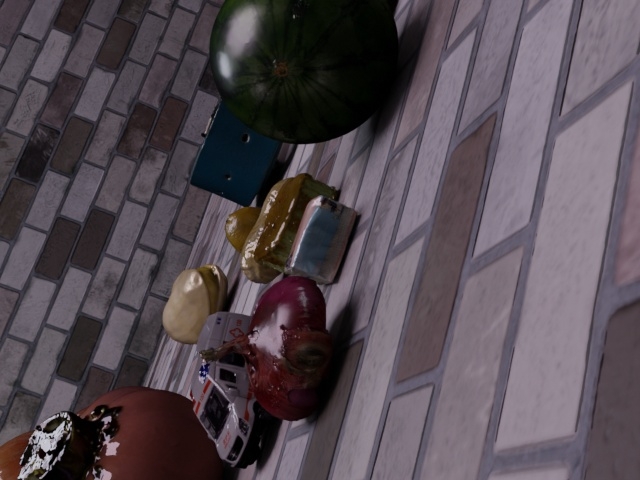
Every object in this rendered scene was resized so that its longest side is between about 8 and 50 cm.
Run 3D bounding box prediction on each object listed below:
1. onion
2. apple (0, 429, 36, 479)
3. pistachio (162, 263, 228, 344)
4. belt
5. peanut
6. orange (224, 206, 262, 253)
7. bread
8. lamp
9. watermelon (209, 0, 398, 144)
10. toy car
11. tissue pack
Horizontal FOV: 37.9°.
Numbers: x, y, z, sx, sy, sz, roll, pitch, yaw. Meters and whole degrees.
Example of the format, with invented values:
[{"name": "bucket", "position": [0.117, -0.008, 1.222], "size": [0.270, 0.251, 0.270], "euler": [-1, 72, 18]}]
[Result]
[{"name": "onion", "position": [-0.059, 0.110, 0.962], "size": [0.150, 0.140, 0.150], "euler": [-176, 90, -77]}, {"name": "apple", "position": [-0.430, 0.486, 1.501], "size": [0.305, 0.338, 0.338], "euler": [-55, 13, 8]}, {"name": "pistachio", "position": [-0.249, 0.134, 1.920], "size": [0.200, 0.117, 0.145], "euler": [-51, 58, 37]}, {"name": "belt", "position": [-0.158, -0.232, 2.003], "size": [0.436, 0.173, 0.300], "euler": [-152, 85, -80]}, {"name": "peanut", "position": [-0.066, -0.016, 1.410], "size": [0.080, 0.080, 0.174], "euler": [151, 141, -73]}, {"name": "orange", "position": [-0.119, -0.015, 1.606], "size": [0.085, 0.095, 0.085], "euler": [-156, 90, -85]}, {"name": "bread", "position": [-0.034, -0.022, 1.277], "size": [0.140, 0.069, 0.128], "euler": [144, 147, -68]}, {"name": "lamp", "position": [-0.280, 0.330, 1.247], "size": [0.305, 0.239, 0.305], "euler": [-32, 35, 26]}, {"name": "watermelon", "position": [-0.020, -0.238, 1.181], "size": [0.242, 0.242, 0.242], "euler": [-159, 90, -79]}, {"name": "toy car", "position": [-0.107, 0.179, 1.144], "size": [0.210, 0.108, 0.089], "euler": [-86, 20, -55]}, {"name": "tissue pack", "position": [0.000, 0.000, 1.097], "size": [0.074, 0.058, 0.094], "euler": [152, 139, -76]}]
